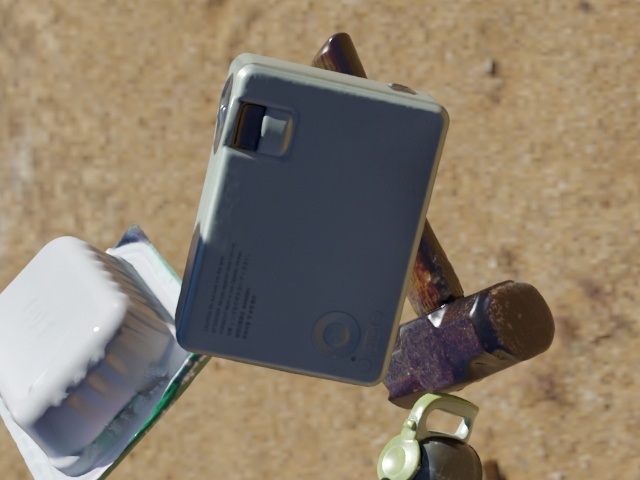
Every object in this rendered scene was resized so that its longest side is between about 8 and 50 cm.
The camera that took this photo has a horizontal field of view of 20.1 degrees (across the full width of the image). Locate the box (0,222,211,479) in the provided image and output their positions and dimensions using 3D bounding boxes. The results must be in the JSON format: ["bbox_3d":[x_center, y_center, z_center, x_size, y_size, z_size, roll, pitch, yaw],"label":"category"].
[{"bbox_3d":[-0.267,0.111,1.953,0.264,0.106,0.337,-47,33,0],"label":"box"}]

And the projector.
[{"bbox_3d":[-0.013,-0.020,1.565,0.099,0.192,0.256,-119,41,-74],"label":"projector"}]

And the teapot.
[{"bbox_3d":[0.104,0.219,1.821,0.092,0.091,0.124,-22,51,39],"label":"teapot"}]

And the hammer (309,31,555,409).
[{"bbox_3d":[0.081,-0.025,1.944,0.242,0.095,0.408,-25,90,58],"label":"hammer"}]
